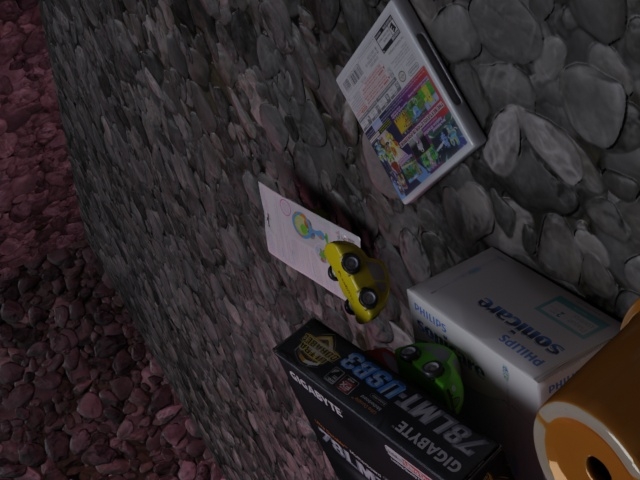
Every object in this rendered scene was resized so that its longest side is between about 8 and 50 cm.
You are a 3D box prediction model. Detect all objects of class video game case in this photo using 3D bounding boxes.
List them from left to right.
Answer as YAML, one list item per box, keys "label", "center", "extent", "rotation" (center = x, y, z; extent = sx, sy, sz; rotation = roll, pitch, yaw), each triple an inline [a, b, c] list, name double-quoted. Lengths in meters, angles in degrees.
- label: "video game case"
  center: [0.097, -0.153, 1.055]
  extent: [0.183, 0.023, 0.201]
  rotation: [62, 157, 7]

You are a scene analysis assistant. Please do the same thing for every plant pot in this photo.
- label: "plant pot"
  center: [0.281, 0.145, 0.723]
  extent: [0.205, 0.188, 0.205]
  rotation: [48, 151, 37]

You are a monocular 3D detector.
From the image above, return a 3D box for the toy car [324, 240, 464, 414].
- label: "toy car"
  center: [0.093, 0.122, 0.993]
  extent: [0.225, 0.053, 0.239]
  rotation: [33, 143, 57]

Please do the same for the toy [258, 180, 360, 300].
- label: "toy"
  center: [0.000, 0.000, 1.401]
  extent: [0.237, 0.056, 0.136]
  rotation: [34, 140, 44]

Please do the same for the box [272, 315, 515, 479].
- label: "box"
  center: [0.100, 0.255, 0.987]
  extent: [0.295, 0.073, 0.293]
  rotation: [29, 152, 46]

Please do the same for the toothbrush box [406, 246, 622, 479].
- label: "toothbrush box"
  center: [0.219, 0.189, 1.007]
  extent: [0.216, 0.126, 0.295]
  rotation: [36, 146, 53]
